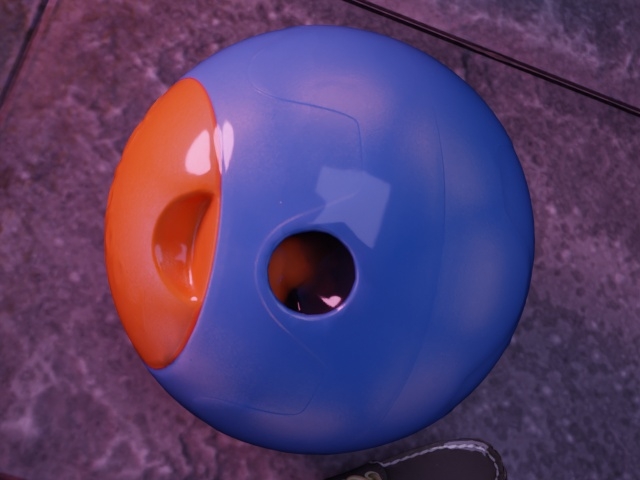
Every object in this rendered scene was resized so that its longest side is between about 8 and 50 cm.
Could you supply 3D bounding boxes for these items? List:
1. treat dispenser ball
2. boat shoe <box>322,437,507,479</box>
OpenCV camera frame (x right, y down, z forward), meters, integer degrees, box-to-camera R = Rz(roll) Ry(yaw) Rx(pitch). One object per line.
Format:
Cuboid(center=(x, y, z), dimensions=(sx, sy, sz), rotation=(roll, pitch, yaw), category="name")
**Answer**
Cuboid(center=(0.000, 0.000, 0.599), dimensions=(0.288, 0.288, 0.288), rotation=(5, 72, -15), category="treat dispenser ball")
Cuboid(center=(0.018, 0.224, 0.630), dimensions=(0.305, 0.091, 0.109), rotation=(-24, 55, -21), category="boat shoe")
